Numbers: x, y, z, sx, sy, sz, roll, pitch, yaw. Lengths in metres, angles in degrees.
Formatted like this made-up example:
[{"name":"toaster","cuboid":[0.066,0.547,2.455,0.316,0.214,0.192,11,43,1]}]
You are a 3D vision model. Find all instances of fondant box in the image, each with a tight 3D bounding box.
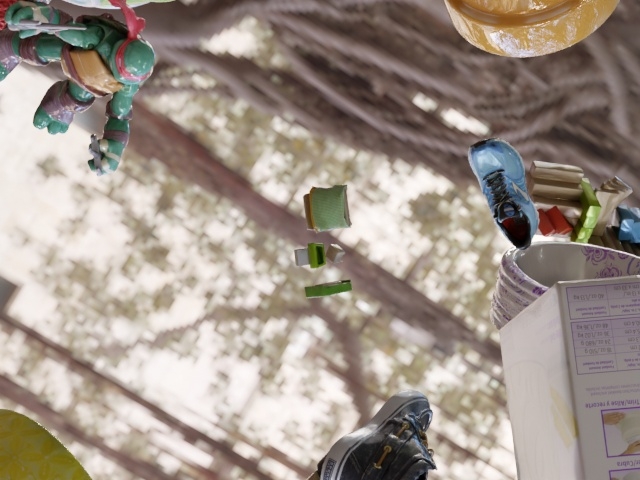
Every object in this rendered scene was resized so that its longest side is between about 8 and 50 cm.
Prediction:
[{"name":"fondant box","cuboid":[0.248,0.215,1.463,0.238,0.096,0.330,114,-30,-75]}]

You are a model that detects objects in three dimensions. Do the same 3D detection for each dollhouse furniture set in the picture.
[{"name":"dollhouse furniture set","cuboid":[0.000,0.000,2.222,0.076,0.059,0.151,-6,-89,46]}]

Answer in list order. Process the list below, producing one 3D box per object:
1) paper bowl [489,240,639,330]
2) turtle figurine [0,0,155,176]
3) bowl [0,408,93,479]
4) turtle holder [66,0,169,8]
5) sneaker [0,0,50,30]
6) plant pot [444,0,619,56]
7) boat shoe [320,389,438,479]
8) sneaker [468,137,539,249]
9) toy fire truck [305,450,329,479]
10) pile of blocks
[{"name":"paper bowl","cuboid":[0.370,0.114,2.205,0.284,0.284,0.148,-117,-144,-68]},{"name":"turtle figurine","cuboid":[-0.211,-0.147,1.446,0.118,0.175,0.234,-35,-160,-27]},{"name":"bowl","cuboid":[-0.348,0.342,1.739,0.156,0.289,0.289,-29,180,-37]},{"name":"turtle holder","cuboid":[-0.251,-0.368,1.648,0.228,0.320,0.243,-3,-102,33]},{"name":"sneaker","cuboid":[-0.379,-0.397,2.196,0.262,0.104,0.125,-54,-175,20]},{"name":"plant pot","cuboid":[0.214,-0.334,1.751,0.205,0.188,0.205,-9,-122,15]},{"name":"boat shoe","cuboid":[0.077,0.197,1.478,0.183,0.083,0.065,-29,137,-57]},{"name":"sneaker","cuboid":[0.238,-0.058,2.060,0.063,0.162,0.073,-23,-155,16]},{"name":"toy fire truck","cuboid":[0.082,0.438,2.480,0.158,0.246,0.217,-48,167,27]},{"name":"pile of blocks","cuboid":[0.467,0.002,2.586,0.149,0.362,0.112,-48,-151,23]}]
